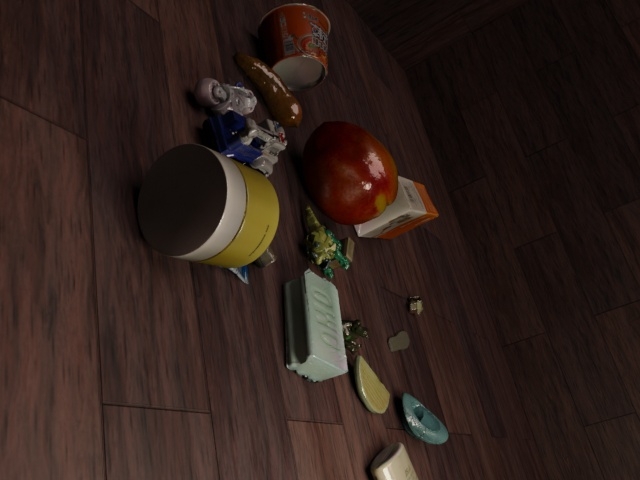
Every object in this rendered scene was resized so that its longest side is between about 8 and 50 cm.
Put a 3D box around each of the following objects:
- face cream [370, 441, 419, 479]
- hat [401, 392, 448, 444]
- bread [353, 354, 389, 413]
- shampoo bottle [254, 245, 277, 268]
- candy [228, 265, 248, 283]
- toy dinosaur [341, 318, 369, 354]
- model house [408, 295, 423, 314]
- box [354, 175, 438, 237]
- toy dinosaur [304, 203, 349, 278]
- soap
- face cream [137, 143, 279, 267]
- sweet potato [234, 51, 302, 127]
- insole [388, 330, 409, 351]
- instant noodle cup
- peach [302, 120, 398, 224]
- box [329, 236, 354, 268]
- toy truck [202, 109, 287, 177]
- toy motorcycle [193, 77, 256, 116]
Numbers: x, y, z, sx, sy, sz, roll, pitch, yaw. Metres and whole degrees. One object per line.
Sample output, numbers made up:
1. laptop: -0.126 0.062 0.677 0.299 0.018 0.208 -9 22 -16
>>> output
1. face cream: 0.237 0.707 1.574 0.173 0.081 0.348 -11 76 -66
2. hat: 0.292 0.549 1.866 0.191 0.078 0.138 42 18 -5
3. bread: 0.134 0.419 1.710 0.193 0.036 0.112 54 30 -31
4. shampoo bottle: -0.182 -0.043 1.464 0.227 0.056 0.086 60 -7 -9
5. candy: -0.196 0.038 1.396 0.136 0.038 0.088 43 33 -58
6. toy dinosaur: 0.048 0.236 1.735 0.179 0.087 0.187 33 -3 19
7. model house: 0.357 0.250 2.331 0.083 0.057 0.058 -100 -174 -75
8. box: 0.269 -0.113 2.282 0.341 0.225 0.143 6 60 -63
9. toy dinosaur: 0.000 0.000 1.791 0.153 0.094 0.259 48 20 -42
10. soap: -0.014 0.209 1.533 0.150 0.094 0.261 41 33 -43
11. face cream: -0.217 -0.062 1.221 0.179 0.218 0.218 19 50 -60
12. sweet potato: -0.157 -0.473 1.930 0.291 0.097 0.097 50 26 -12
13. insole: 0.266 0.342 2.088 0.192 0.010 0.063 -1 67 -64
14. instant noodle cup: -0.083 -0.635 2.074 0.250 0.250 0.192 29 50 -53
15. peach: 0.085 -0.216 1.922 0.332 0.308 0.308 58 24 -6
16. box: 0.056 0.039 1.861 0.035 0.083 0.079 46 38 -34
17. toy truck: -0.179 -0.240 1.532 0.213 0.177 0.161 15 53 -60
18. toy motorcycle: -0.247 -0.365 1.636 0.112 0.112 0.254 66 22 4
